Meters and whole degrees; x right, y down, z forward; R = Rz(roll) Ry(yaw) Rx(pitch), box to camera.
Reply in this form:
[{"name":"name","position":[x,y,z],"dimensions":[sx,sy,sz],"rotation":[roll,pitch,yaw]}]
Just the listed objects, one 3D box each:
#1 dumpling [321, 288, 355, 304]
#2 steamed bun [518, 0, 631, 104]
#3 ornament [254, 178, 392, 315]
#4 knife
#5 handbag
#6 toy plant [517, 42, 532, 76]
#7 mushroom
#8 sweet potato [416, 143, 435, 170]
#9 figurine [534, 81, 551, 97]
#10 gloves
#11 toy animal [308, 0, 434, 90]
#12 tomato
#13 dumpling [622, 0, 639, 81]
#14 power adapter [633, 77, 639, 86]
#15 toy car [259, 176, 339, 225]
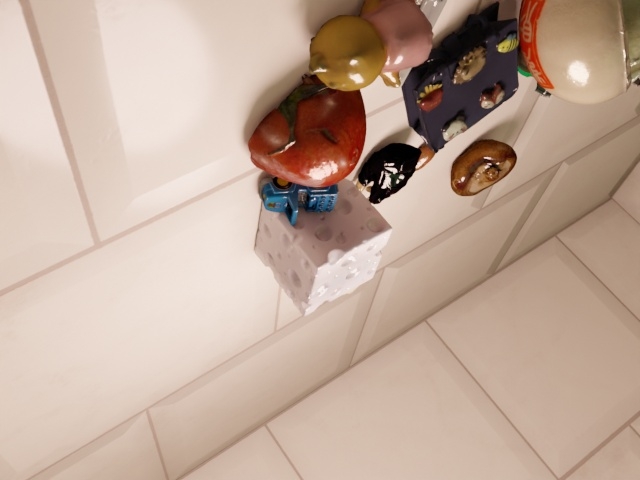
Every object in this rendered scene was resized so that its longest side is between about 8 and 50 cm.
[{"name":"dumpling","position":[0.046,0.080,2.128],"dimensions":[0.147,0.193,0.258],"rotation":[43,75,-30]},{"name":"steamed bun","position":[0.597,-0.504,1.688],"dimensions":[0.241,0.374,0.374],"rotation":[-6,168,22]},{"name":"ornament","position":[0.000,0.000,1.828],"dimensions":[0.240,0.240,0.239],"rotation":[-27,153,-26]},{"name":"knife","position":[0.200,-0.446,1.559],"dimensions":[0.073,0.041,0.265],"rotation":[-11,146,-29]},{"name":"handbag","position":[0.354,-0.399,1.777],"dimensions":[0.303,0.122,0.329],"rotation":[-38,156,-2]},{"name":"toy plant","position":[0.598,-0.514,1.947],"dimensions":[0.143,0.105,0.200],"rotation":[-39,168,18]},{"name":"mushroom","position":[0.522,-0.242,2.321],"dimensions":[0.231,0.138,0.194],"rotation":[-31,172,9]},{"name":"sweet potato","position":[0.263,-0.209,2.086],"dimensions":[0.214,0.050,0.050],"rotation":[-45,157,24]},{"name":"figurine","position":[0.687,-0.511,2.059],"dimensions":[0.147,0.126,0.192],"rotation":[-6,132,-44]},{"name":"gloves","position":[0.177,-0.172,1.952],"dimensions":[0.164,0.124,0.203],"rotation":[-7,137,-22]},{"name":"toy animal","position":[0.092,-0.373,1.371],"dimensions":[0.281,0.169,0.195],"rotation":[-24,111,-20]},{"name":"tomato","position":[0.007,-0.207,1.538],"dimensions":[0.309,0.170,0.309],"rotation":[-32,156,-16]},{"name":"dumpling","position":[0.792,-0.577,1.884],"dimensions":[0.211,0.321,0.270],"rotation":[-11,-161,1]},{"name":"power adapter","position":[0.926,-0.566,2.212],"dimensions":[0.125,0.205,0.130],"rotation":[-37,159,-6]},{"name":"toy car","position":[-0.046,-0.096,1.677],"dimensions":[0.191,0.100,0.097],"rotation":[-2,156,-9]}]
